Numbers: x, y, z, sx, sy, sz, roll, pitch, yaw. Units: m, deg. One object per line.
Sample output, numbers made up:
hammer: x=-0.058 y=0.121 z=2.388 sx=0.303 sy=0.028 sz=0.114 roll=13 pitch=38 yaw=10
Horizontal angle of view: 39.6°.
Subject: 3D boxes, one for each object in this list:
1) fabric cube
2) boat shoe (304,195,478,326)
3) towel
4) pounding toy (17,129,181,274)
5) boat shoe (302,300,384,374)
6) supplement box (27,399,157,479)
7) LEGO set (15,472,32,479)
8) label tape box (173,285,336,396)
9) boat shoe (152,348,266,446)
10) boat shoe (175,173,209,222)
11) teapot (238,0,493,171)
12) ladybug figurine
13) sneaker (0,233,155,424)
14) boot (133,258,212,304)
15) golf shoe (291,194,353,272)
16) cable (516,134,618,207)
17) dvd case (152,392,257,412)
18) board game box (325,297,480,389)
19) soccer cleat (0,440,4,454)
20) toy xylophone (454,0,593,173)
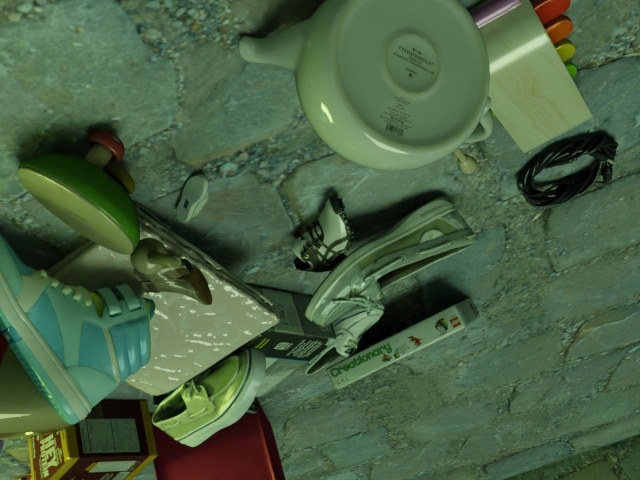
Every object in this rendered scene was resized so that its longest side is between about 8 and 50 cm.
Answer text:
fabric cube: x=-0.226 y=0.515 z=2.005 sx=0.259 sy=0.254 sz=0.258 roll=-17 pitch=149 yaw=-2
boat shoe: x=0.117 y=0.051 z=1.516 sx=0.320 sy=0.103 sz=0.118 roll=-35 pitch=163 yaw=-9
towel: x=-0.288 y=0.113 z=1.456 sx=0.317 sy=0.053 sz=0.332 roll=-34 pitch=127 yaw=24
pounding toy: x=-0.276 y=-0.062 z=1.196 sx=0.237 sy=0.110 sz=0.183 roll=38 pitch=160 yaw=-15
boat shoe: x=0.048 y=0.204 z=1.829 sx=0.226 sy=0.075 sz=0.083 roll=-37 pitch=144 yaw=28
supplement box: x=-0.481 y=0.434 z=1.863 sx=0.194 sy=0.129 sz=0.191 roll=9 pitch=140 yaw=-38
LEGO set: x=-0.690 y=0.608 z=2.066 sx=0.227 sy=0.087 sz=0.093 roll=-24 pitch=133 yaw=10
label tape box: x=-0.176 y=0.187 z=1.657 sx=0.334 sy=0.105 sz=0.241 roll=13 pitch=136 yaw=-41
boat shoe: x=-0.204 y=0.284 z=1.592 sx=0.094 sy=0.109 sz=0.302 roll=24 pitch=131 yaw=-24
boat shoe: x=-0.184 y=-0.065 z=1.329 sx=0.035 sy=0.035 sz=0.100 roll=-28 pitch=158 yaw=-44
teapot: x=0.075 y=-0.195 z=1.102 sx=0.253 sy=0.256 sz=0.187 roll=-30 pitch=-173 yaw=-22
ladybug figurine: x=-0.600 y=0.243 z=1.422 sx=0.450 sy=0.161 sz=0.305 roll=-6 pitch=167 yaw=-4
sneaker: x=-0.371 y=0.087 z=1.319 sx=0.208 sy=0.318 sz=0.127 roll=-33 pitch=-166 yaw=-24
boot: x=-0.227 y=0.066 z=1.358 sx=0.087 sy=0.042 sz=0.118 roll=-12 pitch=133 yaw=15
golf shoe: x=0.000 y=0.000 z=1.482 sx=0.094 sy=0.077 sz=0.198 roll=-11 pitch=147 yaw=-12
cable: x=0.432 y=-0.119 z=1.547 sx=0.185 sy=0.047 sz=0.150 roll=-12 pitch=148 yaw=-9
dvd case: x=-0.230 y=0.334 z=1.818 sx=0.180 sy=0.029 sz=0.238 roll=1 pitch=166 yaw=3
board game box: x=0.178 y=0.215 z=1.868 sx=0.305 sy=0.053 sz=0.193 roll=-29 pitch=172 yaw=16
soccer cleat: x=-0.740 y=0.357 z=1.617 sx=0.318 sy=0.116 sz=0.108 roll=-1 pitch=145 yaw=-27
toy xylophone: x=0.268 y=-0.215 z=1.276 sx=0.236 sy=0.081 sz=0.322 roll=-24 pitch=149 yaw=12
